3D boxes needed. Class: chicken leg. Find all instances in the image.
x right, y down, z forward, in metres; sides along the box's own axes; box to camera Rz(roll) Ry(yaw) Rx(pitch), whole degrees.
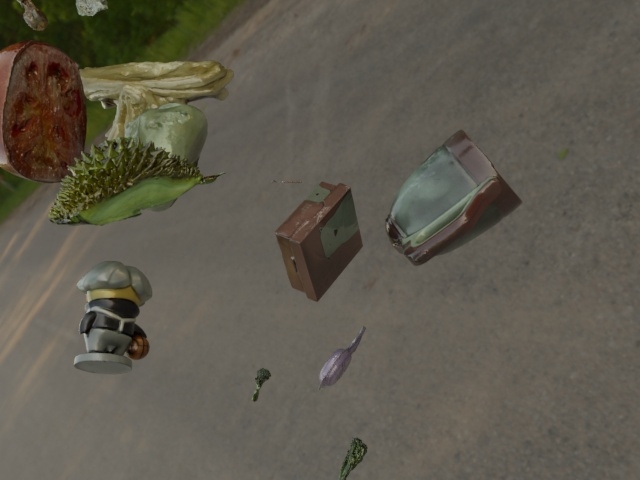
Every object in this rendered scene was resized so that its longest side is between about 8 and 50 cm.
[{"bbox_3d":[-0.769,-0.646,1.802,0.087,0.251,0.107,-30,-6,16],"label":"chicken leg"}]

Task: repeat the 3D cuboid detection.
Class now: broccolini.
[{"bbox_3d":[-0.152,0.370,1.807,0.140,0.035,0.030,106,148,-46],"label":"broccolini"},{"bbox_3d":[0.049,0.600,1.747,0.054,0.051,0.239,-15,40,58],"label":"broccolini"}]

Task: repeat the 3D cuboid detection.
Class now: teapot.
[{"bbox_3d":[0.298,-0.069,1.689,0.312,0.233,0.315,-42,13,14],"label":"teapot"}]

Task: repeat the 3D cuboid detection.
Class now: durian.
[{"bbox_3d":[-0.240,-0.080,0.874,0.137,0.221,0.095,5,104,38],"label":"durian"}]

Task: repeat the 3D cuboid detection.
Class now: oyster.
[{"bbox_3d":[-0.642,-0.659,1.965,0.100,0.037,0.098,-25,72,19],"label":"oyster"}]

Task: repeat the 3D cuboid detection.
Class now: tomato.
[{"bbox_3d":[-0.660,-0.285,1.578,0.338,0.144,0.338,5,-90,-80],"label":"tomato"}]

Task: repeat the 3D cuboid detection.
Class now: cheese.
[{"bbox_3d":[0.050,0.288,1.696,0.191,0.042,0.105,-40,-23,-44],"label":"cheese"}]

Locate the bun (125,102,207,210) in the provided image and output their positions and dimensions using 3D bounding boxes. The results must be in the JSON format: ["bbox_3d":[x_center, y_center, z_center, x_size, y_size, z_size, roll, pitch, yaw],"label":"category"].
[{"bbox_3d":[-0.393,-0.212,1.701,0.283,0.179,0.283,-156,90,-87],"label":"bun"}]

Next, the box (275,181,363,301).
[{"bbox_3d":[0.000,0.000,1.720,0.086,0.215,0.215,21,54,32],"label":"box"}]

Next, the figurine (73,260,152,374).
[{"bbox_3d":[-0.442,0.163,1.532,0.133,0.176,0.236,-18,62,34],"label":"figurine"}]

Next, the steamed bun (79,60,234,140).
[{"bbox_3d":[-0.451,-0.360,1.888,0.247,0.428,0.189,-76,-17,-63],"label":"steamed bun"}]

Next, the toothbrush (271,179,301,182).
[{"bbox_3d":[-0.100,-0.174,2.102,0.008,0.097,0.006,-47,50,55],"label":"toothbrush"}]
